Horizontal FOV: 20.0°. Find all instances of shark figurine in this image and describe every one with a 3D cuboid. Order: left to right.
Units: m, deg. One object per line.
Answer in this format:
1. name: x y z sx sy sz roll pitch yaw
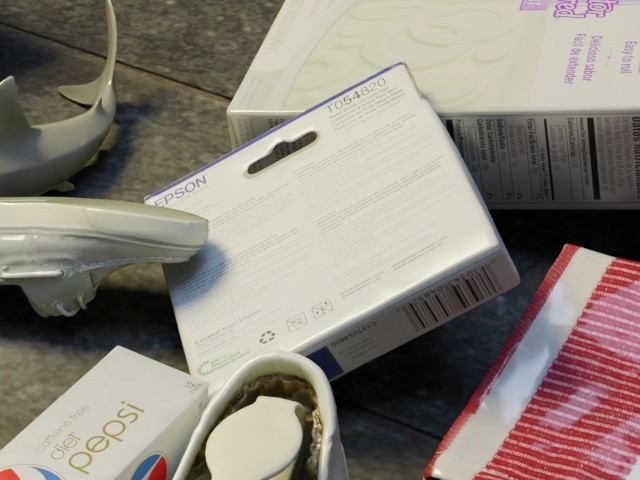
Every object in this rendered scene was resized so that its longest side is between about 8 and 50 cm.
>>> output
1. shark figurine: -0.221 -0.089 1.366 0.166 0.116 0.278 32 47 31

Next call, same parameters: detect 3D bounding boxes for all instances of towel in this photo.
1. towel: 0.257 0.129 1.128 0.329 0.037 0.237 21 52 22

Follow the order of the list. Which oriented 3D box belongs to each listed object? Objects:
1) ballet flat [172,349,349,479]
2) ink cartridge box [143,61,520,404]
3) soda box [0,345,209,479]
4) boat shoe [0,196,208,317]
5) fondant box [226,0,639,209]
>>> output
1. ballet flat: -0.065 0.202 0.964 0.139 0.139 0.400 9 37 8
2. ink cartridge box: 0.000 0.000 1.237 0.223 0.045 0.224 -28 41 6
3. soda box: -0.153 0.155 1.073 0.074 0.069 0.216 21 39 23
4. boat shoe: -0.187 0.012 1.254 0.227 0.081 0.079 1 5 11
5. fondant box: 0.120 -0.124 1.402 0.330 0.096 0.238 1 35 15
